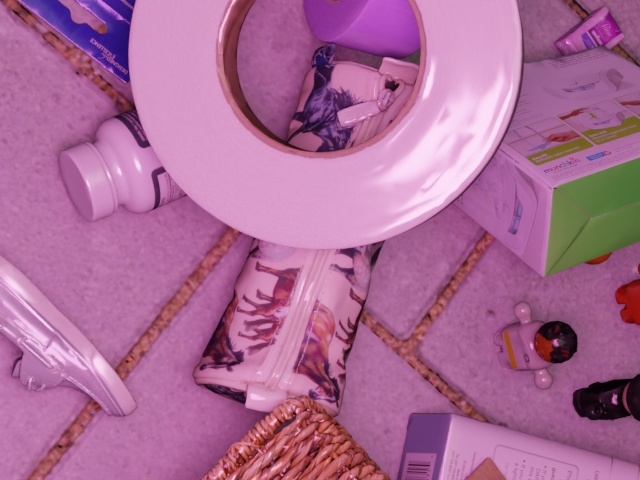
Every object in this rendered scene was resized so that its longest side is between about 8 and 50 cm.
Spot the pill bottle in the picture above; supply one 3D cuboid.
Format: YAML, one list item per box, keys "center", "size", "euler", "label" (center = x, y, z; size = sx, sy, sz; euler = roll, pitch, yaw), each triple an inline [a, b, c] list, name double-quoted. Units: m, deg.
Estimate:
- center: [-0.179, -0.090, 1.556]
  size: [0.180, 0.108, 0.108]
  euler: [-24, 93, -24]
  label: "pill bottle"

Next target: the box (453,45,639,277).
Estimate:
- center: [0.290, -0.102, 1.674]
  size: [0.262, 0.231, 0.126]
  euler: [-19, 129, -26]
  label: "box"

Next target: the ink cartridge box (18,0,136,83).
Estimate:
- center: [-0.173, -0.370, 1.620]
  size: [0.176, 0.069, 0.371]
  euler: [38, 73, -14]
  label: "ink cartridge box"

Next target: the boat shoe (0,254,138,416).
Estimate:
- center: [-0.288, 0.111, 1.508]
  size: [0.227, 0.079, 0.081]
  euler: [46, 78, -6]
  label: "boat shoe"

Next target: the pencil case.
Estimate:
- center: [0.000, 0.000, 1.579]
  size: [0.160, 0.183, 0.410]
  euler: [18, 76, 5]
  label: "pencil case"

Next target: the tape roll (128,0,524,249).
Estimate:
- center: [0.007, -0.184, 1.444]
  size: [0.392, 0.072, 0.392]
  euler: [0, 92, 9]
  label: "tape roll"

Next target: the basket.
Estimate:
- center: [-0.051, 0.327, 1.502]
  size: [0.223, 0.213, 0.299]
  euler: [45, 86, 5]
  label: "basket"

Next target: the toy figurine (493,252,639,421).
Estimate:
- center: [0.331, 0.097, 1.726]
  size: [0.209, 0.148, 0.213]
  euler: [33, 73, -16]
  label: "toy figurine"

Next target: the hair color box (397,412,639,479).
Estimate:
- center: [0.270, 0.331, 1.691]
  size: [0.374, 0.113, 0.185]
  euler: [17, 78, -20]
  label: "hair color box"

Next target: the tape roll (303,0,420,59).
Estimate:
- center: [0.075, -0.341, 1.603]
  size: [0.090, 0.275, 0.274]
  euler: [12, 79, -23]
  label: "tape roll"

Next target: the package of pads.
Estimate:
- center: [0.336, -0.249, 1.834]
  size: [0.083, 0.032, 0.050]
  euler: [-39, 102, -22]
  label: "package of pads"

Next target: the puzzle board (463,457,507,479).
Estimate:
- center: [0.185, 0.315, 1.590]
  size: [0.096, 0.011, 0.128]
  euler: [-41, 100, -22]
  label: "puzzle board"
